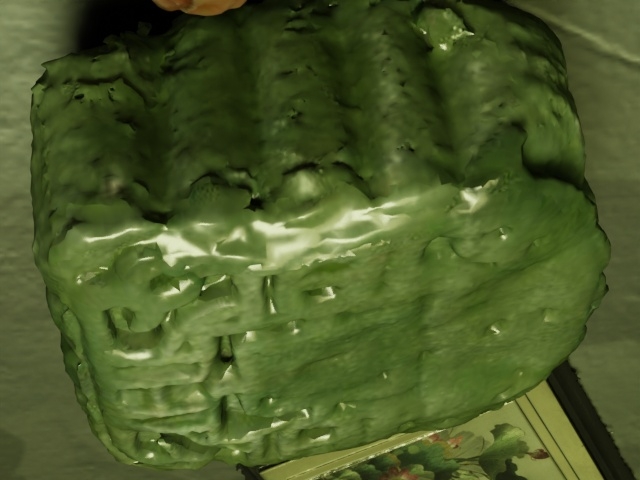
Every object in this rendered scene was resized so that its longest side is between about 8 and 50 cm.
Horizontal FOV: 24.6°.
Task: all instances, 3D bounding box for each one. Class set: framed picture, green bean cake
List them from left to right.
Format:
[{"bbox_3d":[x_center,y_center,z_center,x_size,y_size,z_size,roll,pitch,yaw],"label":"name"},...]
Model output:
[{"bbox_3d":[0.000,0.000,0.619,0.227,0.125,0.222,-10,145,-6],"label":"green bean cake"},{"bbox_3d":[0.080,0.151,0.851,0.199,0.010,0.195,-23,130,14],"label":"framed picture"}]

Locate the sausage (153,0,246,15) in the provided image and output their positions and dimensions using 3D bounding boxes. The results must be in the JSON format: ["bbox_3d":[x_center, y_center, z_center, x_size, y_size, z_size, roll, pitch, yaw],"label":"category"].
[{"bbox_3d":[-0.037,-0.255,0.429,0.094,0.094,0.419,-17,135,-19],"label":"sausage"}]
